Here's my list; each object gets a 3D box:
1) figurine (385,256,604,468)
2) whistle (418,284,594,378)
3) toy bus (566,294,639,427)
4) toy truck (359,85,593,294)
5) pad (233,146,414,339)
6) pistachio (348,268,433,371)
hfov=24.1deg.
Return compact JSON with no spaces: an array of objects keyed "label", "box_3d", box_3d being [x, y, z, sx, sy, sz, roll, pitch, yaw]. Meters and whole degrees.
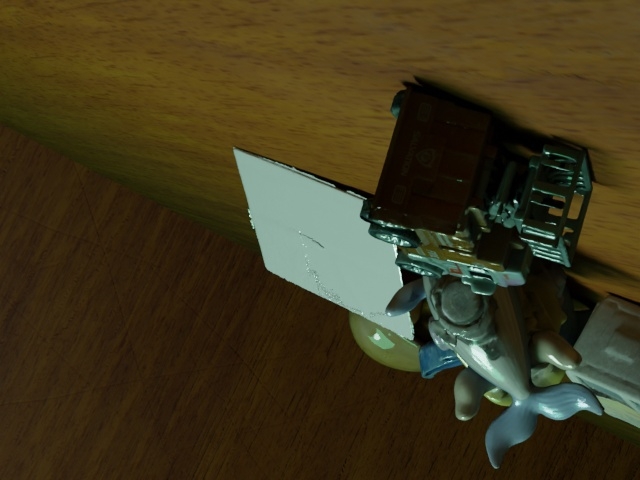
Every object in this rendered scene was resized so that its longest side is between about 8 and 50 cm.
[{"label":"figurine","box_3d":[0.139,0.068,1.170,0.184,0.128,0.208,33,-148,-58]},{"label":"whistle","box_3d":[0.187,0.097,1.392,0.180,0.093,0.269,-9,166,-7]},{"label":"toy bus","box_3d":[0.360,0.143,1.181,0.343,0.097,0.138,23,168,46]},{"label":"toy truck","box_3d":[0.096,-0.019,0.872,0.115,0.080,0.178,15,171,15]},{"label":"pad","box_3d":[0.000,0.000,1.460,0.232,0.004,0.156,24,139,44]},{"label":"pistachio","box_3d":[0.104,0.071,1.557,0.165,0.130,0.210,44,-170,24]}]
